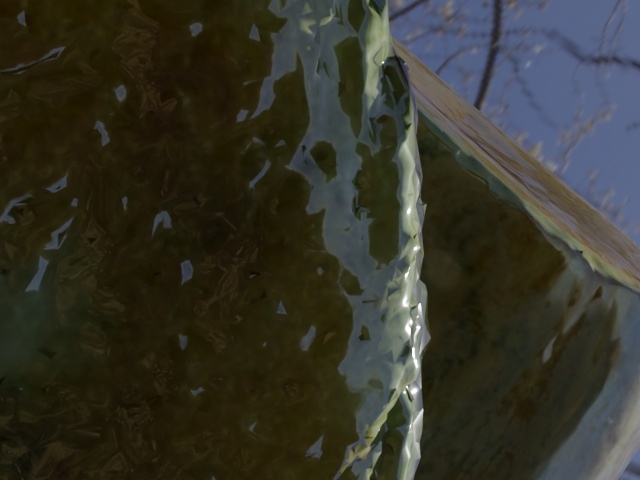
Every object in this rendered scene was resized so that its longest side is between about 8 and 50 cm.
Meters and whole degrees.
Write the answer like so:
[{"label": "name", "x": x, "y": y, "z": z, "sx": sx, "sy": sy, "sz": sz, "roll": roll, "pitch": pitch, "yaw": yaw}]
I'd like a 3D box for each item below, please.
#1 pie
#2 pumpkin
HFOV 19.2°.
[{"label": "pie", "x": -0.113, "y": -0.002, "z": 0.343, "sx": 0.070, "sy": 0.323, "sz": 0.323, "roll": 18, "pitch": -55, "yaw": 57}, {"label": "pumpkin", "x": 0.000, "y": 0.000, "z": 0.797, "sx": 0.332, "sy": 0.332, "sz": 0.199, "roll": 34, "pitch": -82, "yaw": 3}]
